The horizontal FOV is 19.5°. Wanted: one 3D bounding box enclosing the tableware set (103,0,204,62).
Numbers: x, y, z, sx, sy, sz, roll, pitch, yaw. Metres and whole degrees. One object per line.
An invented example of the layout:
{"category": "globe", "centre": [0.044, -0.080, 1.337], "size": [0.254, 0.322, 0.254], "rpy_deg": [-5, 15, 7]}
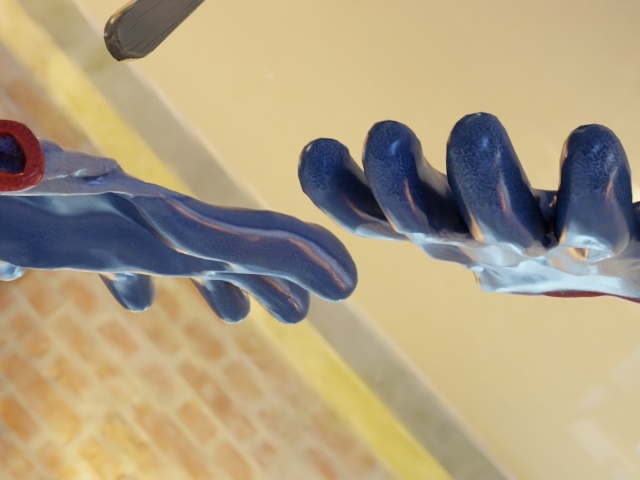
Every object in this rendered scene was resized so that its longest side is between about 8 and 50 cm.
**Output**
{"category": "tableware set", "centre": [-0.011, -0.139, 0.395], "size": [0.039, 0.194, 0.128], "rpy_deg": [-11, -64, 36]}

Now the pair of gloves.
{"category": "pair of gloves", "centre": [0.000, 0.000, 0.402], "size": [0.198, 0.023, 0.159], "rpy_deg": [2, -9, 18]}
